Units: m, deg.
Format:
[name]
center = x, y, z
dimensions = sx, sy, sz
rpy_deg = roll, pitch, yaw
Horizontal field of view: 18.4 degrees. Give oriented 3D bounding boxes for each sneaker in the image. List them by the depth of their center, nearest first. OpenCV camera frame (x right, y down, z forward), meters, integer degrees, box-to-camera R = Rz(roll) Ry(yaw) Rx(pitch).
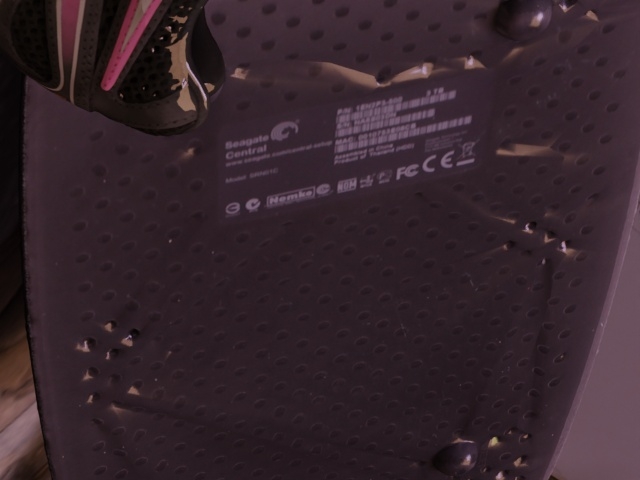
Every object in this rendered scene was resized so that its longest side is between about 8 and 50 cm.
[sneaker]
center = -0.005, -0.097, 0.386
dimensions = 0.178, 0.077, 0.072
rpy_deg = -50, -173, 21

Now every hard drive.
[hard drive]
center = 0.000, 0.000, 0.545
dimensions = 0.172, 0.054, 0.254
rpy_deg = -13, 141, -13

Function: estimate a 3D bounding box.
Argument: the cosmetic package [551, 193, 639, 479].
[cosmetic package]
center = 0.246, -0.084, 0.946
dimensions = 0.453, 0.230, 0.161
rpy_deg = -53, 167, 18
